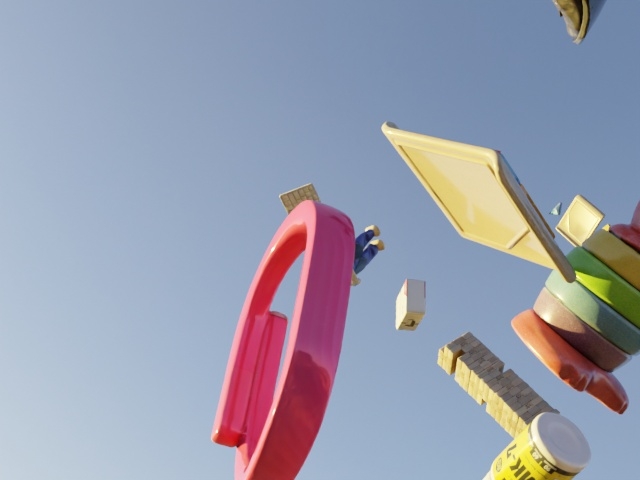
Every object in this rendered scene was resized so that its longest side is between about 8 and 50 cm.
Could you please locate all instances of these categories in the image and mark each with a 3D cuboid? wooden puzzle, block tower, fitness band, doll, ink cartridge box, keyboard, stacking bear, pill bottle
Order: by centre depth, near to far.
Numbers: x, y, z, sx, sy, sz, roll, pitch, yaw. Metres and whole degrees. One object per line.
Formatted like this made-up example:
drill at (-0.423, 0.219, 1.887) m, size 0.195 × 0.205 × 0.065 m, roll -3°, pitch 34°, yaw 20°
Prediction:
fitness band at (-0.033, 0.098, 0.757) m, size 0.054 × 0.291 × 0.209 m, roll 21°, pitch -37°, yaw -16°
wooden puzzle at (0.201, -0.057, 0.998) m, size 0.221 × 0.044 × 0.238 m, roll 48°, pitch -9°, yaw -34°
stacking bear at (0.397, 0.049, 1.015) m, size 0.175 × 0.164 × 0.289 m, roll 30°, pitch -76°, yaw -38°
wooden puzzle at (0.440, -0.030, 1.340) m, size 0.014 × 0.116 × 0.079 m, roll 10°, pitch -54°, yaw -37°
pill bottle at (0.390, 0.423, 1.465) m, size 0.119 × 0.119 × 0.209 m, roll 24°, pitch -54°, yaw -8°
keyboard at (0.000, 0.000, 1.621) m, size 0.072 × 0.014 × 0.256 m, roll -23°, pitch -62°, yaw 6°
doll at (0.074, 0.035, 1.756) m, size 0.046 × 0.189 × 0.129 m, roll -2°, pitch -62°, yaw 37°
block tower at (0.437, 0.367, 1.985) m, size 0.335 × 0.097 × 0.091 m, roll 42°, pitch -33°, yaw 39°
ink cartridge box at (0.248, 0.179, 2.179) m, size 0.056 × 0.099 × 0.135 m, roll 6°, pitch -27°, yaw -4°

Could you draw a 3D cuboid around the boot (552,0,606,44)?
boot at (0.299, -0.403, 1.138) m, size 0.229 × 0.091 × 0.263 m, roll 27°, pitch -11°, yaw 23°
